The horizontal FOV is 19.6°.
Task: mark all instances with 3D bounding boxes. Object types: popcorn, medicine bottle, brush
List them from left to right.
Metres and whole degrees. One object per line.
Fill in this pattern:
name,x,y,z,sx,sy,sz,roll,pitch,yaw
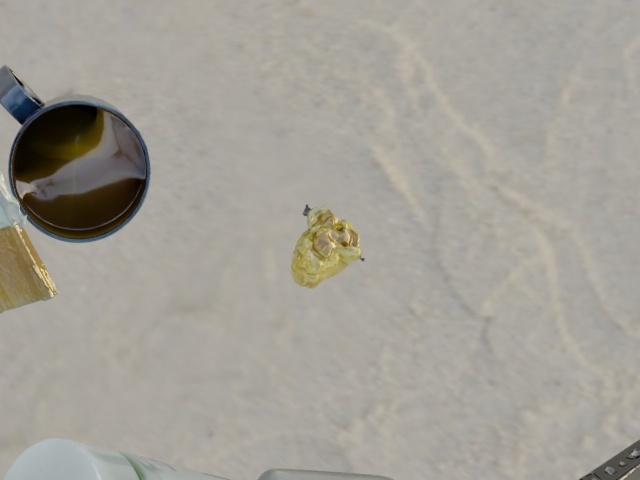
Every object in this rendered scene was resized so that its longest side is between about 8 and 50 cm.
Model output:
brush,-0.274,-0.098,1.183,0.336,0.085,0.020,63,30,-18
medicine bottle,-0.075,0.159,0.957,0.183,0.086,0.086,23,87,-46
popcorn,0.000,0.000,1.873,0.084,0.084,0.084,-3,97,-22

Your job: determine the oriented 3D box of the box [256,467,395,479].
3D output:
box,0.009,0.258,1.137,0.103,0.055,0.243,6,51,-13

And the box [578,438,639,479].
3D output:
box,0.227,0.218,1.449,0.126,0.027,0.125,-24,134,-45

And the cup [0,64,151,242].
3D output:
cup,-0.207,-0.082,1.546,0.114,0.138,0.150,-14,101,-6
